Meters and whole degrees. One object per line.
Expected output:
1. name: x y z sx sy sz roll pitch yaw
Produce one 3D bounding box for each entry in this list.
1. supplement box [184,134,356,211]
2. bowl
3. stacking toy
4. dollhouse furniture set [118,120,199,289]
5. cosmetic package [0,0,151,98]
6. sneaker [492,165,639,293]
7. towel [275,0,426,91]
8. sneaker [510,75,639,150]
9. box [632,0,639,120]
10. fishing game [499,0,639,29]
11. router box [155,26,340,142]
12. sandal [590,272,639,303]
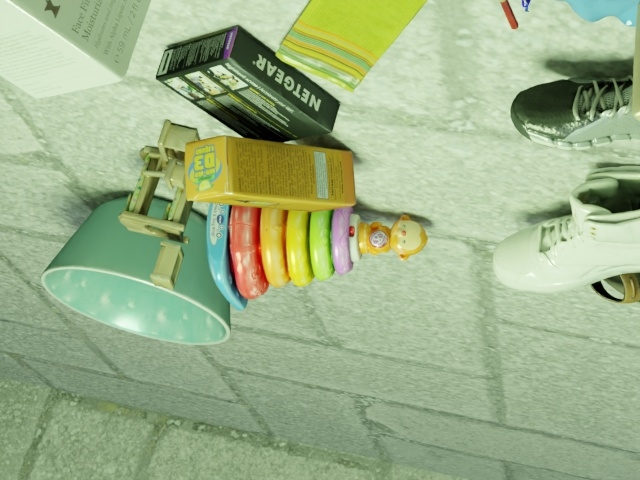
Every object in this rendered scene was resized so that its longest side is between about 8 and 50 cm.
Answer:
1. supplement box: -0.058 -0.080 1.537 0.078 0.080 0.233 -7 175 40
2. bowl: -0.272 0.037 1.991 0.312 0.163 0.311 14 160 5
3. stacking toy: 0.000 0.000 1.756 0.302 0.175 0.166 -1 159 10
4. dollhouse furniture set: -0.234 -0.052 1.706 0.101 0.182 0.161 13 160 7
5. cosmetic package: -0.288 -0.259 1.257 0.151 0.151 0.184 -4 153 41
6. sneaker: 0.318 -0.022 1.518 0.293 0.108 0.169 -11 146 33
7. towel: 0.031 -0.224 1.304 0.102 0.021 0.237 19 159 -12
8. sneaker: 0.305 -0.153 1.226 0.229 0.086 0.132 2 153 6
9. box: 0.414 -0.170 0.982 0.148 0.121 0.311 22 154 -29
10. fishing game: 0.268 -0.246 1.057 0.264 0.041 0.189 -4 153 24
11. router box: -0.085 -0.176 1.473 0.133 0.046 0.179 -6 151 44
12. sandal: 0.401 0.050 1.687 0.219 0.060 0.090 31 154 -36
